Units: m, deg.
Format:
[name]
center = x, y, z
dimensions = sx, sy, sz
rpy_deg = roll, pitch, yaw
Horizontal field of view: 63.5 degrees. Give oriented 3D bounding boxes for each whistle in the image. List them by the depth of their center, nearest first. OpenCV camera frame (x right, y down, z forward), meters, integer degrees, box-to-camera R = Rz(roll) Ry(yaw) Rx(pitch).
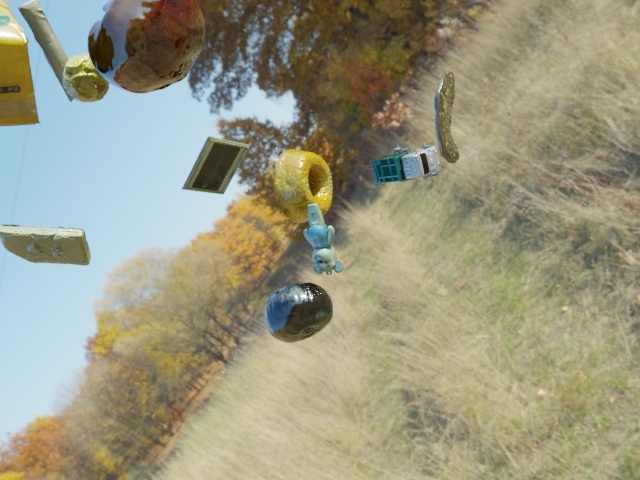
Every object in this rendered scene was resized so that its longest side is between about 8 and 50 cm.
[whistle]
center = 0.000, 0.000, 1.633
dimensions = 0.113, 0.236, 0.077
rpy_deg = -5, 16, 33

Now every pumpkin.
[pumpkin]
center = -0.070, 0.237, 1.698
dimensions = 0.232, 0.163, 0.233
rpy_deg = -17, -27, -9

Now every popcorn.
[popcorn]
center = -0.576, -0.398, 1.273
dimensions = 0.120, 0.116, 0.106
rpy_deg = -26, 30, -1

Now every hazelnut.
[hazelnut]
center = -0.350, -0.415, 1.071
dimensions = 0.251, 0.217, 0.217
rpy_deg = -44, 6, 17

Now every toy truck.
[toy truck]
center = 0.272, -0.244, 1.693
dimensions = 0.124, 0.114, 0.253
rpy_deg = -22, 13, -26

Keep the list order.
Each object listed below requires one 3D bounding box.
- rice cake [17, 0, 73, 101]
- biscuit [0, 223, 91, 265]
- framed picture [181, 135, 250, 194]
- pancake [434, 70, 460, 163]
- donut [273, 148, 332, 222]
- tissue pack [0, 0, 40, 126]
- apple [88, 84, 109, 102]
[rice cake]
center = -0.711, -0.501, 1.376
dimensions = 0.052, 0.256, 0.057
rpy_deg = 13, 43, 44
[biscuit]
center = -0.881, 0.018, 1.659
dimensions = 0.150, 0.252, 0.052
rpy_deg = 106, 164, -47
[framed picture]
center = -0.469, -0.328, 2.332
dimensions = 0.231, 0.018, 0.293
rpy_deg = 2, -48, -46
[pancake]
center = 0.274, -0.264, 1.101
dimensions = 0.184, 0.020, 0.191
rpy_deg = 32, -114, -55
[donut]
center = -0.048, -0.196, 1.837
dimensions = 0.108, 0.278, 0.278
rpy_deg = -4, 35, 29
[tissue pack]
center = -0.799, -0.363, 1.019
dimensions = 0.381, 0.293, 0.228
rpy_deg = -13, -45, -34
[apple]
center = -0.805, -0.553, 1.796
dimensions = 0.147, 0.146, 0.146
rpy_deg = -56, 2, 4
